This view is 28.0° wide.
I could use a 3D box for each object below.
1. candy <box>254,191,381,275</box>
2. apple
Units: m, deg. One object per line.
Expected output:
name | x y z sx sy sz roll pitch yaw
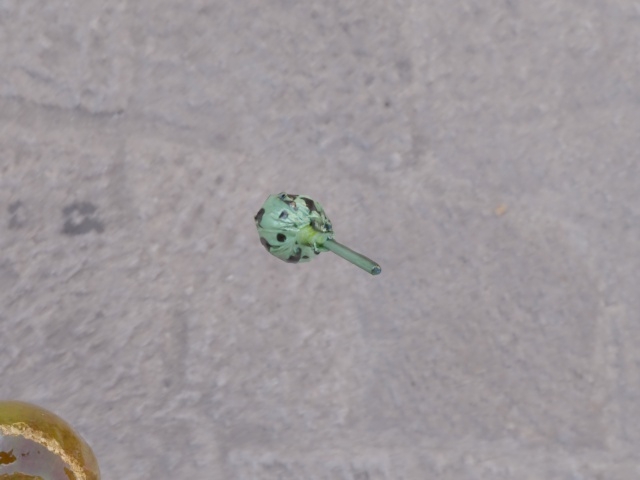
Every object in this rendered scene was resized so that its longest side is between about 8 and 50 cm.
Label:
candy | 0.000 0.000 0.394 0.023 0.083 0.025 -17 104 -15
apple | -0.149 0.120 0.615 0.089 0.074 0.090 0 95 -1
